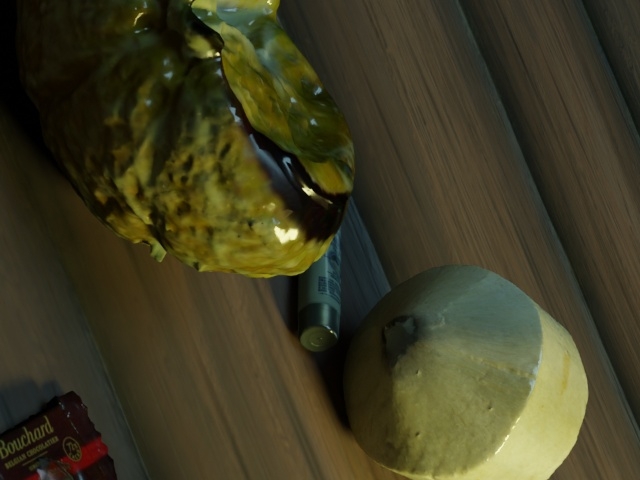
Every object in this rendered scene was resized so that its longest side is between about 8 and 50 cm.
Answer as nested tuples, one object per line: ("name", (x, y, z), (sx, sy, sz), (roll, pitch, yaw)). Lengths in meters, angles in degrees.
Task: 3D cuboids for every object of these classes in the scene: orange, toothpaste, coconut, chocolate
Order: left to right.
("chocolate", (-0.192, 0.156, 1.147), (0.182, 0.028, 0.086), (-20, 84, -61))
("orange", (-0.114, -0.132, 1.311), (0.368, 0.210, 0.271), (65, 21, 2))
("toothpaste", (0.000, 0.000, 1.595), (0.062, 0.039, 0.239), (48, 31, -39))
("coconut", (0.126, 0.128, 1.549), (0.222, 0.202, 0.202), (33, 42, -49))
